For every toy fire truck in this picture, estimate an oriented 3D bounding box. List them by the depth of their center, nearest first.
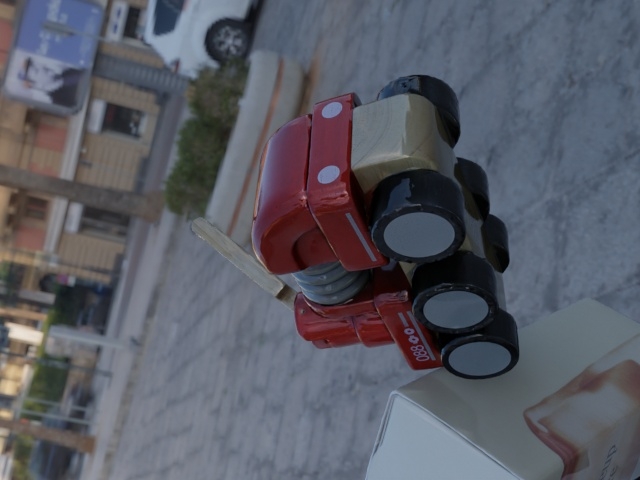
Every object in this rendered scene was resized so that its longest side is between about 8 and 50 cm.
[{"bbox_3d":[0.000,0.000,0.692,0.217,0.247,0.158,58,-154,-45],"label":"toy fire truck"}]

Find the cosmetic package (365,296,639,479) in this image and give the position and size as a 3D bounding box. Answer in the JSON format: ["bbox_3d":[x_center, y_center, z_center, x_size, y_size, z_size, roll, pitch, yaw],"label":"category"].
[{"bbox_3d":[0.180,0.169,0.787,0.129,0.296,0.153,31,122,35],"label":"cosmetic package"}]

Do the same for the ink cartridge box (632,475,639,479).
[{"bbox_3d":[0.372,0.293,0.678,0.065,0.333,0.165,120,170,-48],"label":"ink cartridge box"}]
